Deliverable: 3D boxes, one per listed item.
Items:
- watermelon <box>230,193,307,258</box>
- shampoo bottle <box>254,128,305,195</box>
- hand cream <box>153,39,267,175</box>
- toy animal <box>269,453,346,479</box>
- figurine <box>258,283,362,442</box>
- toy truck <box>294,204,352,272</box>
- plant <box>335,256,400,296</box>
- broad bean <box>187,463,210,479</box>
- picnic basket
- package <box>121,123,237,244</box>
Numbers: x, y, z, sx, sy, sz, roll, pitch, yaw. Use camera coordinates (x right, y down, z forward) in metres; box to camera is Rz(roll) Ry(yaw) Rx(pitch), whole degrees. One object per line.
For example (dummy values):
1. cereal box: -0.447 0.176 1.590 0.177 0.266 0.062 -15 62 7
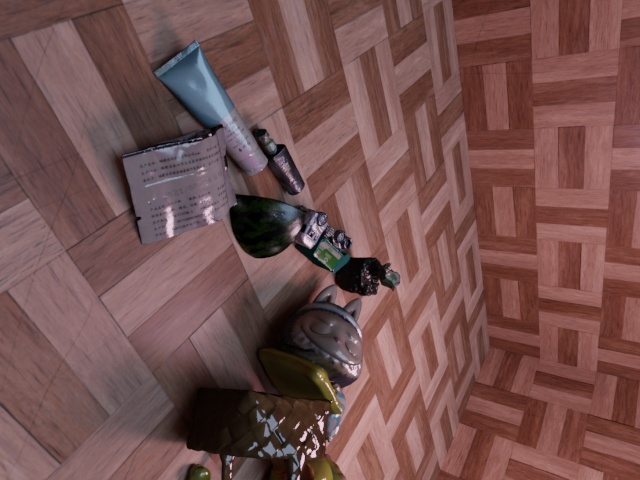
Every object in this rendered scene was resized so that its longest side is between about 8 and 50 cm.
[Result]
1. watermelon: -0.144 -0.027 1.136 0.137 0.193 0.145 161 -58 -80
2. shampoo bottle: -0.110 -0.210 1.192 0.057 0.063 0.208 -53 137 -20
3. hand cream: -0.231 -0.278 1.011 0.111 0.070 0.312 -39 130 -6
4. toy animal: -0.045 0.723 1.338 0.191 0.216 0.338 -43 138 -7
5. figurine: 0.048 0.328 1.328 0.377 0.266 0.361 -44 139 -35
6. toy truck: 0.000 0.000 1.339 0.253 0.114 0.124 41 74 -49
7. plant: 0.159 0.120 1.498 0.142 0.203 0.131 7 83 -49
8. broad bean: -0.295 0.582 1.086 0.063 0.045 0.083 1 103 -53
9. picnic basket: -0.147 0.515 1.043 0.337 0.293 0.337 15 68 -41
10. package: -0.278 -0.120 0.947 0.251 0.062 0.204 -34 132 -42
